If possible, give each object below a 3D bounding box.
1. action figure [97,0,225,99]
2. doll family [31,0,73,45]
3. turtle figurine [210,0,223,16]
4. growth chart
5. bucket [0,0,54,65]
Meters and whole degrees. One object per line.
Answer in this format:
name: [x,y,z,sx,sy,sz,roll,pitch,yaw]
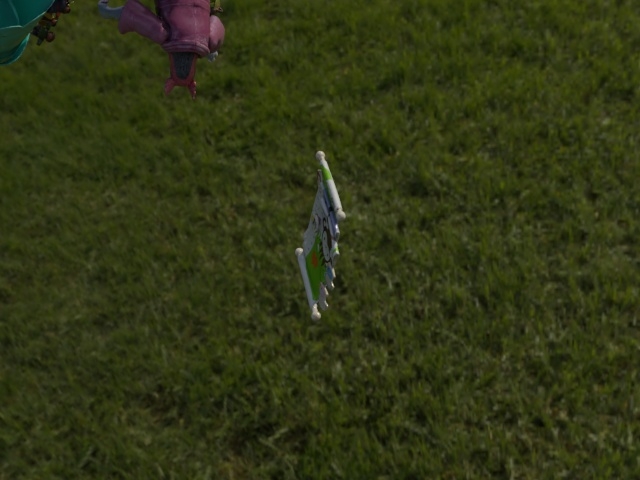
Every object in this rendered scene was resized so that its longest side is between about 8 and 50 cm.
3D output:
action figure: [-0.233,-0.437,1.573,0.248,0.370,0.275,-5,-1,-40]
doll family: [-0.668,-0.580,2.202,0.076,0.111,0.193,41,97,16]
turtle figurine: [-0.271,-0.572,2.120,0.087,0.217,0.270,13,42,-23]
growth chart: [0.000,0.000,1.424,0.021,0.237,0.172,-1,42,-18]
bucket: [-0.614,-0.440,1.546,0.183,0.281,0.281,-31,21,50]
